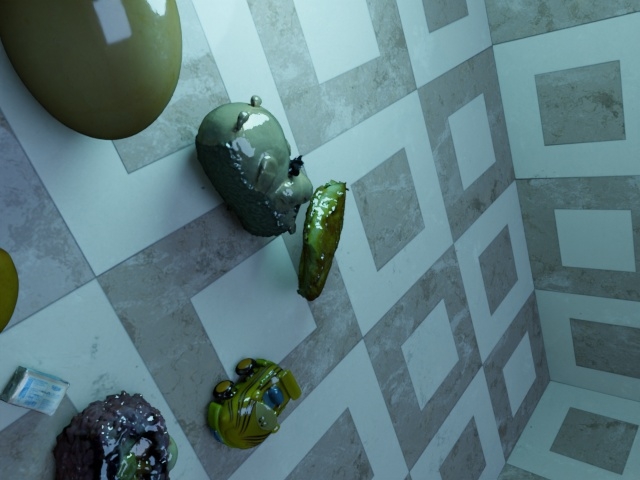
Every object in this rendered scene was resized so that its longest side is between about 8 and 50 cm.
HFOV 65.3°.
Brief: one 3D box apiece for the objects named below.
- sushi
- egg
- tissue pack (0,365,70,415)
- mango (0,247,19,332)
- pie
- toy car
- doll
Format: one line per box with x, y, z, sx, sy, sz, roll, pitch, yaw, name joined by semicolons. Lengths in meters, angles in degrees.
-0.411;0.460;1.044;0.237;0.171;0.269;8;83;-45;sushi
-0.401;-0.369;0.894;0.301;0.301;0.373;-21;109;-43;egg
-0.551;0.290;0.965;0.094;0.059;0.074;42;62;-40;tissue pack
-0.605;0.099;0.856;0.152;0.120;0.220;-3;102;-42;mango
0.000;0.000;1.367;0.288;0.103;0.354;101;4;-54;pie
-0.164;0.433;1.311;0.248;0.142;0.200;-45;122;-36;toy car
-0.152;-0.167;1.215;0.247;0.247;0.349;-42;131;-35;doll
